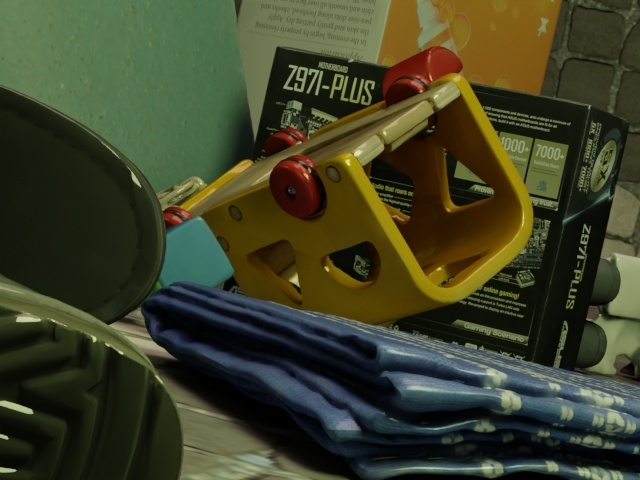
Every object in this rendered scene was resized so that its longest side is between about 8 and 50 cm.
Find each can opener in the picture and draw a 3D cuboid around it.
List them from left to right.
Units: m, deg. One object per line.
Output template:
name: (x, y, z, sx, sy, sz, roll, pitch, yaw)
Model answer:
can opener: (0.164, 0.044, 1.137, 0.283, 0.076, 0.095, 9, 3, -42)

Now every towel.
towel: (0.117, 0.074, 0.705, 0.336, 0.040, 0.243, 14, 0, -22)

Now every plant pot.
plant pot: (-0.218, -0.120, 1.031, 0.247, 0.248, 0.252, 14, 30, 41)

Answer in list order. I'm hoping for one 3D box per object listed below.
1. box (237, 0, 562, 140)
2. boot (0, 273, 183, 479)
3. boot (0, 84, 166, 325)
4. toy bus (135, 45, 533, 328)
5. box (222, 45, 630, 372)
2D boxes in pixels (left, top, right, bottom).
box: (0.054, -0.135, 1.584, 0.168, 0.345, 0.215, 15, 3, 43)
boot: (-0.131, 0.005, 0.403, 0.189, 0.076, 0.208, 27, 3, -24)
boot: (-0.141, -0.019, 0.781, 0.263, 0.091, 0.229, 11, 2, 22)
toy bus: (0.004, 0.000, 0.912, 0.191, 0.104, 0.202, -29, 8, 7)
box: (0.054, -0.013, 1.009, 0.180, 0.147, 0.077, 13, 2, 25)
